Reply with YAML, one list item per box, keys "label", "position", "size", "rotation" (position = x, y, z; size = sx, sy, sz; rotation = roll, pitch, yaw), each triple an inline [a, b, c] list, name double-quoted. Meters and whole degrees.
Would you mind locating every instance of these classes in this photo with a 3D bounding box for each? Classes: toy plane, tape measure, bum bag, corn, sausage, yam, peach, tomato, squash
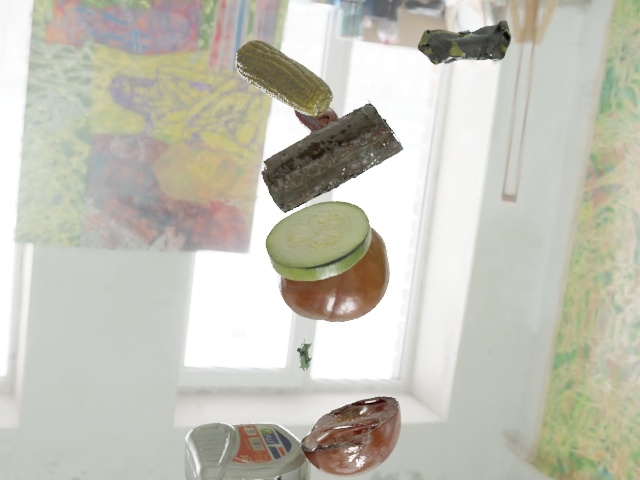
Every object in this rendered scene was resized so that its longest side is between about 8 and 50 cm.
- label: "toy plane"
  position: [-0.040, 0.288, 2.037]
  size: [0.033, 0.083, 0.080]
  rotation: [-2, -160, -20]
- label: "tape measure"
  position: [-0.154, 0.460, 1.626]
  size: [0.265, 0.130, 0.258]
  rotation: [1, -172, -16]
- label: "bum bag"
  position: [0.358, -0.491, 2.048]
  size: [0.233, 0.106, 0.060]
  rotation: [-6, 161, 7]
- label: "corn"
  position: [-0.064, -0.279, 1.425]
  size: [0.080, 0.080, 0.231]
  rotation: [0, -149, -47]
- label: "sausage"
  position: [-0.008, -0.275, 1.830]
  size: [0.076, 0.076, 0.141]
  rotation: [1, -149, -43]
- label: "yam"
  position: [0.019, -0.167, 1.617]
  size: [0.280, 0.131, 0.131]
  rotation: [-28, -172, 0]
- label: "peach"
  position: [0.040, 0.095, 2.421]
  size: [0.343, 0.301, 0.343]
  rotation: [11, -165, -3]
- label: "tomato"
  position: [0.077, 0.386, 1.573]
  size: [0.199, 0.112, 0.228]
  rotation: [-20, -175, 25]
- label: "squash"
  position: [0.000, 0.000, 1.887]
  size: [0.252, 0.048, 0.252]
  rotation: [-11, -145, 8]
